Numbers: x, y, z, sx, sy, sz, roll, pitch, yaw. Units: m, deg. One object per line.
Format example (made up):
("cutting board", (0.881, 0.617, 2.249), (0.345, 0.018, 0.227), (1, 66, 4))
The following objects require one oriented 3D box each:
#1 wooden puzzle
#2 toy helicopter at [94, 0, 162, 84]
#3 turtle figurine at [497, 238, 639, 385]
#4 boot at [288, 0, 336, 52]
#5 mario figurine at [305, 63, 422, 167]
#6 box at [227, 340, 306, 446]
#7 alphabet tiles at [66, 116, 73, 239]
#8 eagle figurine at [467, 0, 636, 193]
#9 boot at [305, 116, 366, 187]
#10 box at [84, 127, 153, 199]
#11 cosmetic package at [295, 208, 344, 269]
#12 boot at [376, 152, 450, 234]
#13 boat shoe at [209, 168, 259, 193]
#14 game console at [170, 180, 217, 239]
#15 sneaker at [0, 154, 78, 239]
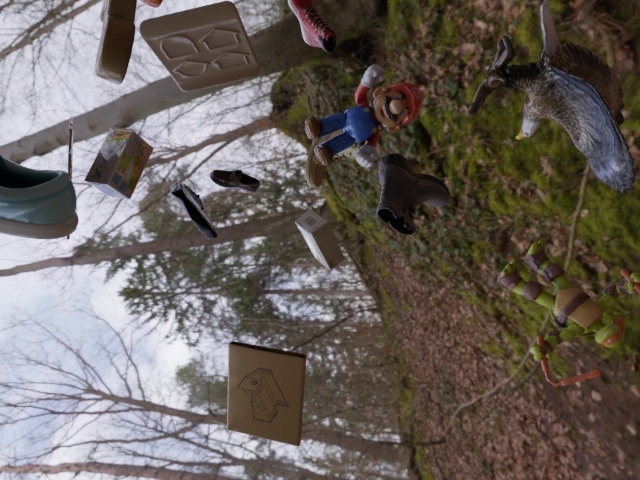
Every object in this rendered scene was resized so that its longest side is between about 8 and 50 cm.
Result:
("wooden puzzle", (-0.405, -0.677, 1.608), (0.348, 0.322, 0.080), (67, -168, -73))
("toy helicopter", (-0.267, -0.375, 0.645), (0.140, 0.235, 0.354), (12, -122, -34))
("turtle figurine", (0.430, 0.098, 0.778), (0.217, 0.269, 0.087), (50, 180, 32))
("boot", (-0.021, -0.765, 1.565), (0.088, 0.176, 0.244), (-35, -45, -7))
("mario figurine", (0.126, -0.324, 1.211), (0.170, 0.321, 0.198), (58, 173, 37))
("box", (-0.114, 0.315, 0.949), (0.021, 0.165, 0.201), (-41, -43, -71))
("alphabet tiles", (-0.767, -0.192, 1.414), (0.011, 0.285, 0.342), (2, -66, -28))
("eagle figurine", (0.427, -0.241, 0.808), (0.226, 0.298, 0.225), (-65, -8, 1))
("boot", (0.065, -0.303, 1.679), (0.095, 0.204, 0.261), (1, -74, -65))
("box", (-0.657, -0.253, 1.515), (0.114, 0.103, 0.203), (51, -127, -61))
("cosmetic package", (0.000, 0.000, 0.899), (0.041, 0.060, 0.115), (-40, -45, -13))
("boot", (0.296, -0.113, 1.491), (0.338, 0.118, 0.222), (21, -117, -34))
("boat shoe", (-0.308, -0.229, 1.677), (0.183, 0.066, 0.066), (11, -122, -27))
("game console", (-0.473, -0.142, 1.699), (0.213, 0.044, 0.361), (57, 176, -29))
("sneaker", (-0.627, -0.106, 0.811), (0.135, 0.366, 0.150), (-117, 39, -51))
